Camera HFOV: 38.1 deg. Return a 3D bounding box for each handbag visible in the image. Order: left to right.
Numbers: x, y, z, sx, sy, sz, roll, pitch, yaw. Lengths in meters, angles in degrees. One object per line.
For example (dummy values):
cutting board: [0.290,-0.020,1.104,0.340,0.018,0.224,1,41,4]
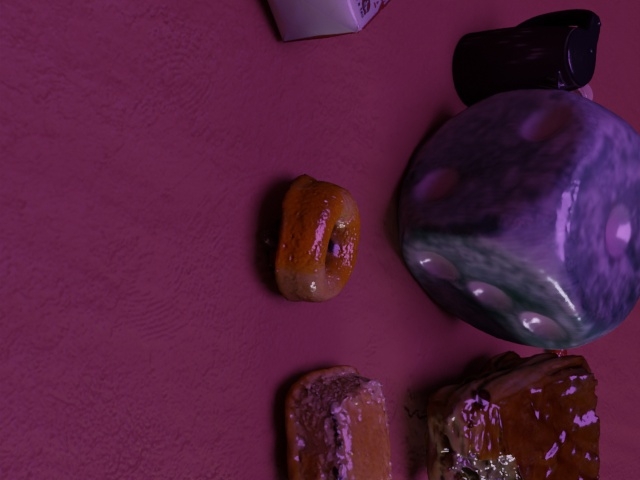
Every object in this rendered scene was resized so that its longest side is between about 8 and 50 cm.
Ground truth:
handbag: [0.038,-0.432,1.378,0.298,0.151,0.171,-52,130,-41]

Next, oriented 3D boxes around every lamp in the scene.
lamp: [-0.058,0.013,1.362,0.063,0.031,0.083,-32,117,-40]

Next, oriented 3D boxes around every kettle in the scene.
kettle: [0.386,-0.331,1.677,0.202,0.232,0.144,-56,129,-30]

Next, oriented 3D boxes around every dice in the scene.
dice: [0.352,-0.036,1.580,0.328,0.348,0.330,51,62,-35]

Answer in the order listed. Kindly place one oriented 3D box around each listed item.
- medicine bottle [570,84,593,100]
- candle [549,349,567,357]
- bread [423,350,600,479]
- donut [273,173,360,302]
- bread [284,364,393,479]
medicine bottle: [0.462,-0.247,1.847,0.252,0.114,0.114,-38,118,-40]
candle: [0.492,0.207,1.950,0.053,0.048,0.162,-15,105,-10]
bread: [0.332,0.361,1.678,0.370,0.191,0.314,-15,108,-33]
donut: [0.001,0.001,1.357,0.174,0.075,0.190,47,53,-60]
bread: [0.030,0.314,1.397,0.174,0.121,0.245,-12,96,-54]
